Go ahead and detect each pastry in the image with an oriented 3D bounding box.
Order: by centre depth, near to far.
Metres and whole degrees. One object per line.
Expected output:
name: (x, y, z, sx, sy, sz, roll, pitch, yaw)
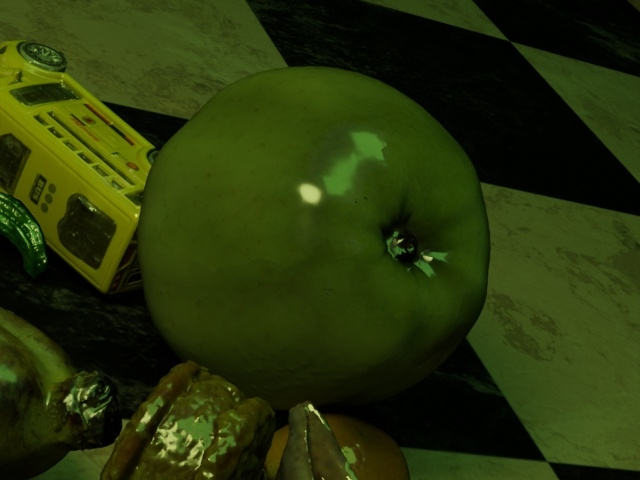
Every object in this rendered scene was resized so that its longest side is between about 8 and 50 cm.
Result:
pastry: (-0.113, 0.197, 1.217, 0.103, 0.188, 0.189, 25, 26, 9)

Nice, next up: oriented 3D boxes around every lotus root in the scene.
lotus root: (-0.307, 0.114, 1.198, 0.309, 0.173, 0.173, 22, 24, 18)

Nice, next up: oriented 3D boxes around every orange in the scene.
orange: (0.017, 0.221, 1.382, 0.160, 0.112, 0.170, 27, 38, 0)

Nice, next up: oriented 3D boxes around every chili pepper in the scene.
chili pepper: (-0.365, -0.024, 1.540, 0.182, 0.050, 0.073, 22, 34, -7)

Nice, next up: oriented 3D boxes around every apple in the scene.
apple: (0.000, 0.000, 1.456, 0.357, 0.357, 0.357, 21, 26, -11)

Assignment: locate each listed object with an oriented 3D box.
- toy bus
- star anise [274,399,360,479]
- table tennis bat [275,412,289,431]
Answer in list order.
toy bus: (-0.288, -0.084, 1.618, 0.330, 0.144, 0.152, 39, 29, 22)
star anise: (0.003, 0.300, 1.175, 0.109, 0.292, 0.349, -8, 28, 36)
table tennis bat: (-0.086, 0.186, 1.445, 0.155, 0.019, 0.100, 1, 35, -37)
